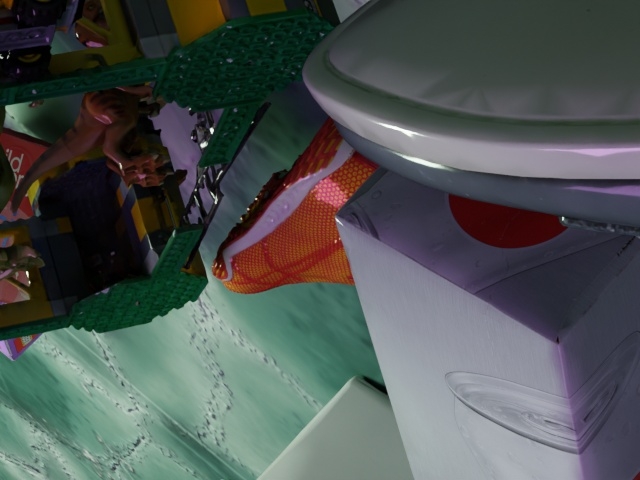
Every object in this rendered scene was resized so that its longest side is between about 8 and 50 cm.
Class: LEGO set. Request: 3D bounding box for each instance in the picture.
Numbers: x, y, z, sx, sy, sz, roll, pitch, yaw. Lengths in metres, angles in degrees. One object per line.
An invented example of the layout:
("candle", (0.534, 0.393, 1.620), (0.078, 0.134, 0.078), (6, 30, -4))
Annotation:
("LEGO set", (-0.143, -0.087, 0.658), (0.331, 0.254, 0.192), (111, 143, -68))

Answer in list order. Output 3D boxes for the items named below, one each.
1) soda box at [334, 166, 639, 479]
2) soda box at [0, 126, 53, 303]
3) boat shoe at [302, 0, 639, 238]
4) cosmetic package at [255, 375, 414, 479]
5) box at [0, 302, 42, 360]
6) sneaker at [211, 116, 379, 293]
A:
("soda box", (0.093, 0.069, 0.674), (0.098, 0.091, 0.286), (30, 154, 32))
("soda box", (-0.230, -0.033, 0.896), (0.083, 0.092, 0.263), (17, 180, 32))
("boat shoe", (0.119, -0.019, 0.444), (0.319, 0.116, 0.099), (10, 136, 47))
("cosmetic package", (0.099, 0.248, 0.823), (0.385, 0.217, 0.156), (27, 152, 40))
("box", (-0.299, -0.066, 1.171), (0.293, 0.057, 0.201), (36, 157, 20))
("sneaker", (0.000, 0.000, 0.760), (0.067, 0.064, 0.175), (37, 162, -7))
